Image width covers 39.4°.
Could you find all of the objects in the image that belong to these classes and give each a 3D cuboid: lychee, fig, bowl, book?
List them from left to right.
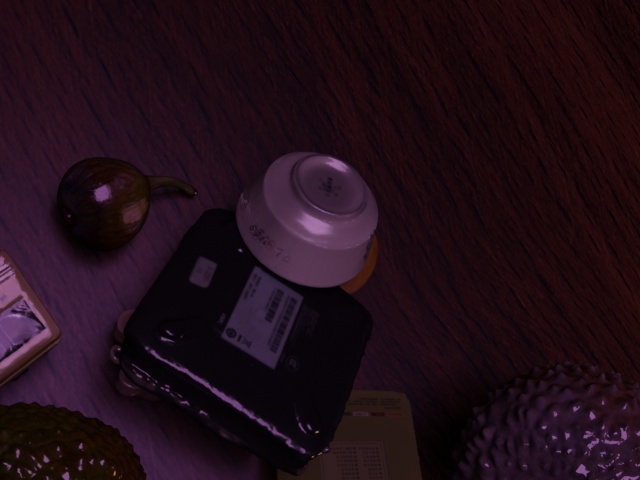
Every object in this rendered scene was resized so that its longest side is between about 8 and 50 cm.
[{"bbox_3d":[-0.359,0.355,1.209,0.270,0.270,0.320,-27,82,-27],"label":"lychee"},{"bbox_3d":[-0.299,-0.073,1.446,0.245,0.149,0.149,-20,82,-38],"label":"fig"},{"bbox_3d":[-0.006,-0.052,1.438,0.237,0.126,0.238,14,50,-17],"label":"bowl"},{"bbox_3d":[0.048,0.398,1.418,0.239,0.035,0.352,4,53,-14],"label":"book"},{"bbox_3d":[0.397,0.370,1.437,0.380,0.380,0.432,49,20,-2],"label":"lychee"}]

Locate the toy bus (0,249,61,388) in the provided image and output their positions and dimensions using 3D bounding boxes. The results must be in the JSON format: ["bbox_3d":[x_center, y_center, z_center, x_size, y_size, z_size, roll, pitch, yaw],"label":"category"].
[{"bbox_3d":[-0.554,0.179,1.233,0.365,0.177,0.202,-39,97,-28],"label":"toy bus"}]

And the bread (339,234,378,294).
[{"bbox_3d":[0.000,0.000,1.558,0.217,0.098,0.147,22,63,-16],"label":"bread"}]

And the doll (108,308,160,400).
[{"bbox_3d":[-0.196,0.170,1.418,0.278,0.119,0.154,-9,64,-30],"label":"doll"}]

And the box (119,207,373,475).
[{"bbox_3d":[-0.099,0.142,1.375,0.350,0.091,0.359,35,40,-9],"label":"box"}]
